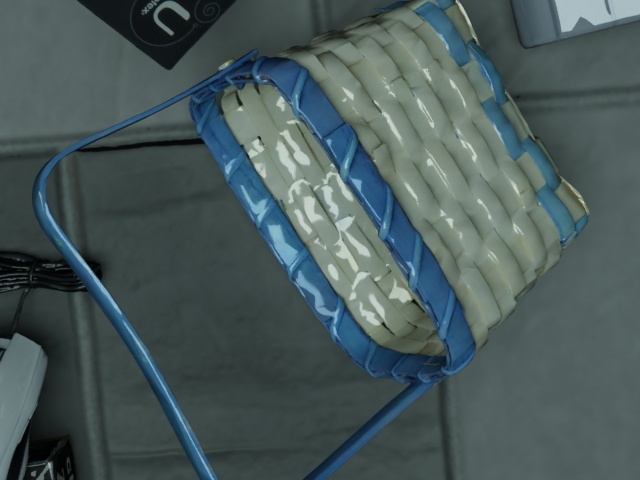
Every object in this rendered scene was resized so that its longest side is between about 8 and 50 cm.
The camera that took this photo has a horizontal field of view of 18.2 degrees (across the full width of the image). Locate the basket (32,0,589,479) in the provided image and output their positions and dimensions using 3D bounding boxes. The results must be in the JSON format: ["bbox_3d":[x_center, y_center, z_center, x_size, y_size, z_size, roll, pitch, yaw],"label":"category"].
[{"bbox_3d":[0.000,0.000,1.234,0.289,0.201,0.255,-33,97,-24],"label":"basket"}]

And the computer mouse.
[{"bbox_3d":[-0.214,0.093,1.313,0.106,0.042,0.193,9,68,4],"label":"computer mouse"}]

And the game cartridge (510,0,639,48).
[{"bbox_3d":[0.248,-0.251,1.272,0.294,0.060,0.196,-14,95,5],"label":"game cartridge"}]

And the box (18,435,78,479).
[{"bbox_3d":[-0.311,0.286,1.378,0.322,0.079,0.257,-9,97,4],"label":"box"}]

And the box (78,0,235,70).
[{"bbox_3d":[-0.155,-0.252,1.173,0.143,0.165,0.270,-46,131,9],"label":"box"}]
